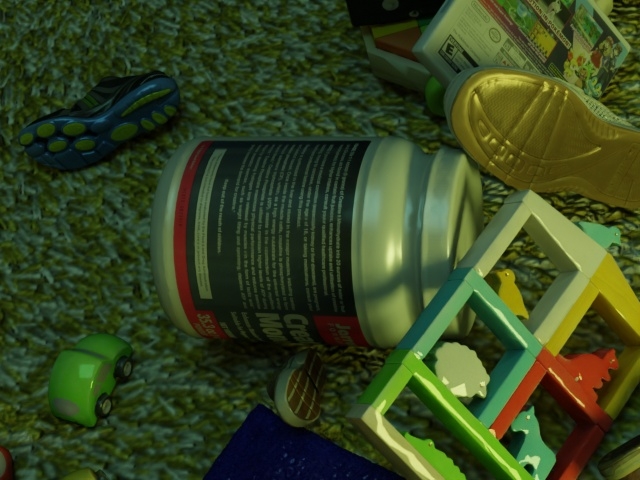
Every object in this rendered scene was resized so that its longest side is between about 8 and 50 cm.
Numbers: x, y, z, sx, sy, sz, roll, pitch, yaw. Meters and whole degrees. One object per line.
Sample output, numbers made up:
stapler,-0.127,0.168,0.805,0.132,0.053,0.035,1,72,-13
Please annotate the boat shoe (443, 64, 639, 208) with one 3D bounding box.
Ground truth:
boat shoe,0.203,-0.100,1.118,0.098,0.277,0.096,-60,39,16

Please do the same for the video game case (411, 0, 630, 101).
video game case,0.199,-0.185,1.189,0.183,0.201,0.023,-56,28,-16

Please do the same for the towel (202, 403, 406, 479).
towel,-0.050,0.294,0.989,0.227,0.076,0.308,22,63,27

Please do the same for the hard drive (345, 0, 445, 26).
hard drive,0.172,-0.337,1.199,0.339,0.237,0.064,-8,53,11

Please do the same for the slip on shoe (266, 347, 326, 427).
slip on shoe,-0.027,0.133,1.084,0.041,0.051,0.135,-25,11,13

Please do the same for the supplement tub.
supplement tub,0.000,0.000,1.116,0.272,0.191,0.191,2,55,18

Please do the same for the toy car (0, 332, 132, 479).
toy car,-0.249,0.175,1.147,0.239,0.053,0.225,11,59,22

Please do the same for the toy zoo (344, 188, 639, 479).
toy zoo,0.171,0.096,1.012,0.293,0.192,0.030,-50,17,-23

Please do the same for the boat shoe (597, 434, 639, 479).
boat shoe,0.314,0.165,0.996,0.178,0.064,0.060,-28,83,-3

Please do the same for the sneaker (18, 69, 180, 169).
sneaker,-0.246,-0.138,1.378,0.188,0.067,0.078,-24,31,0

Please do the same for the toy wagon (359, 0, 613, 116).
toy wagon,0.209,-0.277,1.337,0.344,0.068,0.267,-16,52,5
